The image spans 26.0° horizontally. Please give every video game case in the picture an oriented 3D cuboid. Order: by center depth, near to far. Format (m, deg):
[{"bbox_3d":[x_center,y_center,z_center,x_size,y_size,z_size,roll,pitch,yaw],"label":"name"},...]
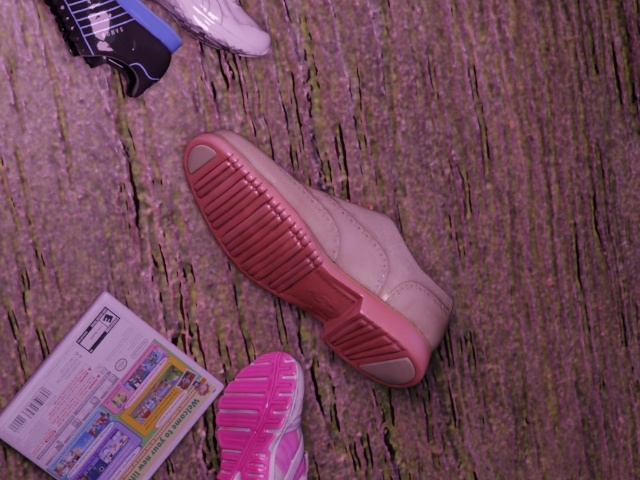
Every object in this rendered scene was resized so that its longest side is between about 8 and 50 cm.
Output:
[{"bbox_3d":[-0.254,0.199,1.666,0.193,0.023,0.212,41,85,-19],"label":"video game case"}]

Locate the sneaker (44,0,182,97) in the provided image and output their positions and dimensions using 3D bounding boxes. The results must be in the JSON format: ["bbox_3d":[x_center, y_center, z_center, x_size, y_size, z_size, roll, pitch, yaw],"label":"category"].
[{"bbox_3d":[-0.265,-0.256,1.555,0.232,0.081,0.090,37,80,-20],"label":"sneaker"}]

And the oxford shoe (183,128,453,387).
[{"bbox_3d":[0.000,0.000,1.677,0.397,0.140,0.146,47,53,-14],"label":"oxford shoe"}]

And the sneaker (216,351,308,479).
[{"bbox_3d":[-0.067,0.263,1.702,0.111,0.103,0.252,27,74,-56],"label":"sneaker"}]

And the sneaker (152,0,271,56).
[{"bbox_3d":[-0.139,-0.300,1.585,0.232,0.090,0.115,34,85,-20],"label":"sneaker"}]
